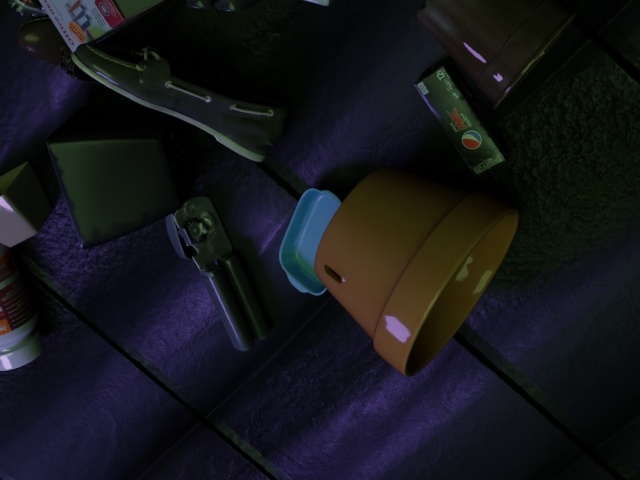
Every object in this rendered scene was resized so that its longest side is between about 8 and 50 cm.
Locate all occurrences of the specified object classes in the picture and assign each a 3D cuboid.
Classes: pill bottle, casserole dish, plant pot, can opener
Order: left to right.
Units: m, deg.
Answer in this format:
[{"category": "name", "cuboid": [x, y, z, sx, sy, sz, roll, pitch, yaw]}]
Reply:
[{"category": "pill bottle", "cuboid": [-0.593, 0.120, 1.809, 0.121, 0.121, 0.221, -9, 112, 22]}, {"category": "plant pot", "cuboid": [-0.534, -0.054, 1.719, 0.109, 0.109, 0.096, -24, 118, 27]}, {"category": "plant pot", "cuboid": [-0.303, -0.116, 1.572, 0.167, 0.188, 0.187, -10, 112, 10]}, {"category": "can opener", "cuboid": [-0.179, 0.054, 1.685, 0.095, 0.076, 0.283, 5, 122, 53]}, {"category": "casserole dish", "cuboid": [0.000, 0.000, 1.587, 0.114, 0.037, 0.188, 40, 124, 26]}, {"category": "plant pot", "cuboid": [0.128, 0.027, 1.455, 0.204, 0.291, 0.290, 33, 122, 19]}, {"category": "plant pot", "cuboid": [0.227, -0.291, 1.324, 0.165, 0.167, 0.167, 40, 121, 5]}]

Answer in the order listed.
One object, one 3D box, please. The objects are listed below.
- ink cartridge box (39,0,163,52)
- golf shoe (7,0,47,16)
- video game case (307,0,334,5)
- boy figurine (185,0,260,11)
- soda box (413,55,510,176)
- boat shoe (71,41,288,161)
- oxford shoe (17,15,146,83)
[{"category": "ink cartridge box", "cuboid": [-0.313, -0.372, 1.437, 0.176, 0.127, 0.128, -12, 113, 53]}, {"category": "golf shoe", "cuboid": [-0.504, -0.467, 1.518, 0.273, 0.105, 0.120, 39, 103, -8]}, {"category": "video game case", "cuboid": [-0.087, -0.483, 1.380, 0.270, 0.061, 0.244, 17, 121, 10]}, {"category": "boy figurine", "cuboid": [-0.124, -0.456, 1.319, 0.177, 0.092, 0.285, 12, 122, 15]}, {"category": "soda box", "cuboid": [0.207, -0.180, 1.435, 0.053, 0.060, 0.169, -29, 103, 27]}, {"category": "boat shoe", "cuboid": [-0.202, -0.231, 1.478, 0.335, 0.112, 0.095, 26, 106, -26]}, {"category": "oxford shoe", "cuboid": [-0.384, -0.298, 1.551, 0.227, 0.096, 0.082, 15, 121, 13]}]
